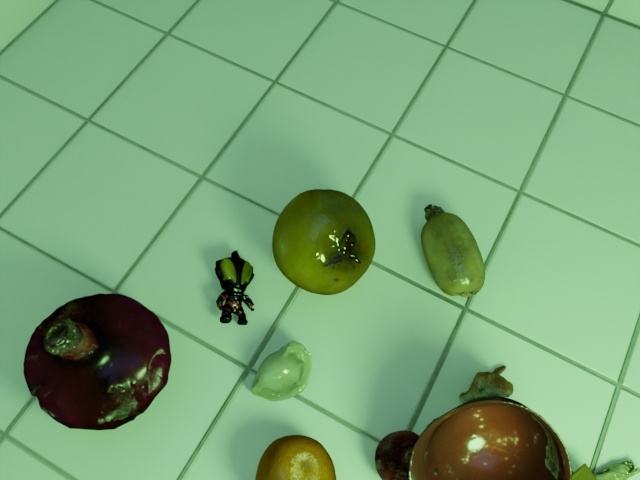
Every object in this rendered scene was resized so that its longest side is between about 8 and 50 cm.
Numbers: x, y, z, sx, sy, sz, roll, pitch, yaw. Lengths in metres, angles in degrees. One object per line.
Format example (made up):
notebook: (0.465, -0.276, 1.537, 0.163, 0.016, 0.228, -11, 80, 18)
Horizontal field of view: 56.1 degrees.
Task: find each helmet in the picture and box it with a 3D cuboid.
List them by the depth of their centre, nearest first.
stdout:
helmet: (0.431, 0.548, 1.547, 0.385, 0.230, 0.337, -29, 87, 17)

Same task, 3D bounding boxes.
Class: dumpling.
dumpling: (-0.105, 0.395, 1.760, 0.155, 0.181, 0.111, 38, 26, -15)

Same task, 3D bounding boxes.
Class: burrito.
burrito: (0.820, 0.657, 1.680, 0.149, 0.041, 0.055, -19, 52, -7)

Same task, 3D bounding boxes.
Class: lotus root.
lotus root: (0.415, 0.022, 1.926, 0.170, 0.151, 0.342, -13, 67, -8)

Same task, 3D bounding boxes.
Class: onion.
onion: (0.227, 0.587, 1.614, 0.160, 0.195, 0.159, 1, 68, -3)
onion: (-0.621, 0.290, 1.620, 0.399, 0.420, 0.398, -2, 54, 3)

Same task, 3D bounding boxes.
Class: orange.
orange: (-0.065, 0.633, 1.599, 0.224, 0.170, 0.223, 13, 52, -17)

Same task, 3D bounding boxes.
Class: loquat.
loquat: (0.000, 0.000, 1.858, 0.329, 0.360, 0.328, -5, 99, -31)

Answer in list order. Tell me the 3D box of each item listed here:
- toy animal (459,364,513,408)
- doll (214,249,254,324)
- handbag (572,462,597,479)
toy animal: (0.500, 0.403, 1.719, 0.104, 0.185, 0.184, 38, 68, 18)
doll: (-0.266, 0.142, 1.887, 0.088, 0.127, 0.248, -17, 57, 28)
handbag: (0.705, 0.810, 1.525, 0.283, 0.133, 0.400, -16, 66, -35)
